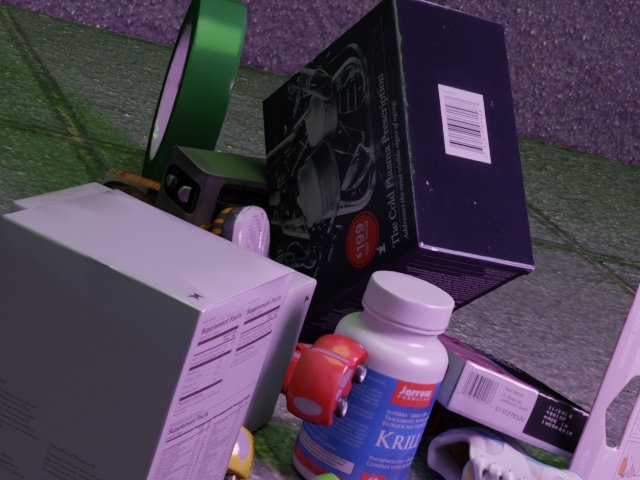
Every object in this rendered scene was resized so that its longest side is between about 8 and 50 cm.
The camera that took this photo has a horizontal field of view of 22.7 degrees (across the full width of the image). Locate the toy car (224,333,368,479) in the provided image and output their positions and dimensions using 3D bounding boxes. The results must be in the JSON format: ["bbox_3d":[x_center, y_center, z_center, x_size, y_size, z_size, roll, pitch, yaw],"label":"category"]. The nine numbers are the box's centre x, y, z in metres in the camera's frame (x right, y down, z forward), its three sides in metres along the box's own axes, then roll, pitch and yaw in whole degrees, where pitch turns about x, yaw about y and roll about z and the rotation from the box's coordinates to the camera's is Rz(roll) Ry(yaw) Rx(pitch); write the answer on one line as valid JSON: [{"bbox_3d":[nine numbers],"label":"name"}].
[{"bbox_3d":[-0.020,0.211,1.512,0.239,0.053,0.225,-30,59,-11],"label":"toy car"}]

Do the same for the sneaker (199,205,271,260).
[{"bbox_3d":[-0.157,0.029,1.935,0.180,0.124,0.321,11,-17,2],"label":"sneaker"}]

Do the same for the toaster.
[{"bbox_3d":[-0.130,-0.026,2.163,0.185,0.168,0.110,8,21,-31],"label":"toaster"}]

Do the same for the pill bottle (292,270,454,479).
[{"bbox_3d":[0.059,0.150,1.657,0.124,0.221,0.124,17,16,-5],"label":"pill bottle"}]

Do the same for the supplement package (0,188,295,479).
[{"bbox_3d":[-0.181,0.121,1.394,0.199,0.263,0.198,24,16,17],"label":"supplement package"}]

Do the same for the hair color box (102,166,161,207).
[{"bbox_3d":[-0.244,-0.047,2.272,0.141,0.072,0.043,19,15,3],"label":"hair color box"}]

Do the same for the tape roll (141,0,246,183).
[{"bbox_3d":[-0.197,-0.221,2.462,0.077,0.321,0.321,16,15,-11],"label":"tape roll"}]

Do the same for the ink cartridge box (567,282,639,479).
[{"bbox_3d":[0.399,0.192,1.766,0.261,0.296,0.066,13,15,-20],"label":"ink cartridge box"}]

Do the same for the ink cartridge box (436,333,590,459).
[{"bbox_3d":[0.179,0.163,1.889,0.176,0.069,0.371,23,0,-15],"label":"ink cartridge box"}]

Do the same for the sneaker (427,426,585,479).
[{"bbox_3d":[0.203,0.267,1.698,0.092,0.087,0.228,5,12,-33],"label":"sneaker"}]

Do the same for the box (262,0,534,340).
[{"bbox_3d":[0.086,-0.076,2.008,0.179,0.312,0.343,10,62,-31],"label":"box"}]

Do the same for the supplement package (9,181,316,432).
[{"bbox_3d":[-0.185,0.078,1.703,0.293,0.177,0.175,23,16,17],"label":"supplement package"}]

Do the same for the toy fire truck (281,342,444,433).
[{"bbox_3d":[0.037,0.172,1.884,0.192,0.047,0.135,10,17,-32],"label":"toy fire truck"}]
